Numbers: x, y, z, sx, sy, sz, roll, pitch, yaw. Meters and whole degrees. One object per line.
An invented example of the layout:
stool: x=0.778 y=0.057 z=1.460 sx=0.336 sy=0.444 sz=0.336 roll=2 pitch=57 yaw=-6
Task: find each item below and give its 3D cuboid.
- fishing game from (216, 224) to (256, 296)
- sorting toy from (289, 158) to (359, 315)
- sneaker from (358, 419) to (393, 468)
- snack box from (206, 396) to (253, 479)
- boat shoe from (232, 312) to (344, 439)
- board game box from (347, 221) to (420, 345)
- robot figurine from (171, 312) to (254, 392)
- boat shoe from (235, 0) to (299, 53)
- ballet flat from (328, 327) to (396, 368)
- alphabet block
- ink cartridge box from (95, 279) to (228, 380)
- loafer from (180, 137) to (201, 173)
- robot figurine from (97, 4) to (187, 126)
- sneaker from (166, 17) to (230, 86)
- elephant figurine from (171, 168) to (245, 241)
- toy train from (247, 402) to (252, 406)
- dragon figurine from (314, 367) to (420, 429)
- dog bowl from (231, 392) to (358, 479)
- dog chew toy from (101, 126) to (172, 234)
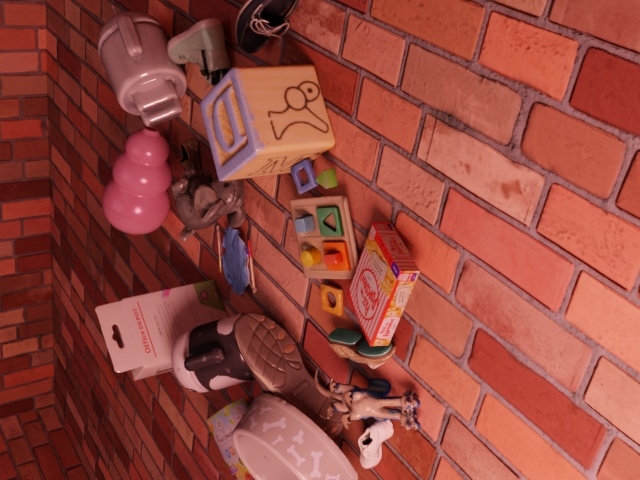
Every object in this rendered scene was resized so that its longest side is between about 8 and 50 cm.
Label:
fishing game: x=-0.218 y=0.054 z=1.944 sx=0.264 sy=0.041 sz=0.189 roll=12 pitch=109 yaw=63
sorting toy: x=0.000 y=0.000 z=1.568 sx=0.196 sy=0.047 sz=0.348 roll=0 pitch=105 yaw=49
sneaker: x=0.103 y=0.432 z=1.556 sx=0.054 sy=0.061 sz=0.152 roll=47 pitch=136 yaw=36
snack box: x=-0.225 y=0.564 z=2.053 sx=0.207 sy=0.070 sz=0.174 roll=63 pitch=144 yaw=14
boat shoe: x=-0.097 y=0.331 z=1.707 sx=0.355 sy=0.132 sz=0.130 roll=52 pitch=139 yaw=15
board game box: x=0.117 y=0.084 z=1.419 sx=0.147 sy=0.045 sz=0.194 roll=-115 pitch=33 yaw=-47
robot figurine: x=-0.241 y=0.287 z=1.862 sx=0.174 sy=0.278 sz=0.209 roll=-93 pitch=-20 yaw=-45
boat shoe: x=-0.107 y=-0.485 z=1.582 sx=0.254 sy=0.095 sz=0.079 roll=-41 pitch=54 yaw=43
ballet flat: x=0.095 y=0.227 z=1.519 sx=0.206 sy=0.073 sz=0.067 roll=9 pitch=134 yaw=58
alphabet block: x=-0.115 y=-0.250 z=1.562 sx=0.193 sy=0.197 sz=0.193 roll=-23 pitch=79 yaw=56
ink cartridge box: x=-0.438 y=0.253 z=2.040 sx=0.119 sy=0.353 sz=0.207 roll=-47 pitch=60 yaw=51
loafer: x=-0.370 y=-0.215 z=2.080 sx=0.056 sy=0.050 sz=0.148 roll=5 pitch=103 yaw=55
robot figurine: x=-0.502 y=-0.494 z=2.061 sx=0.300 sy=0.199 sz=0.354 roll=94 pitch=152 yaw=-67
sneaker: x=-0.317 y=-0.459 z=1.895 sx=0.255 sy=0.094 sz=0.151 roll=-9 pitch=95 yaw=58
elephant figurine: x=-0.259 y=-0.105 z=1.862 sx=0.239 sy=0.169 sz=0.186 roll=8 pitch=129 yaw=42
toy train: x=-0.208 y=0.468 z=2.066 sx=0.083 sy=0.017 sz=0.024 roll=-18 pitch=75 yaw=56
dragon figurine: x=0.093 y=0.327 z=1.501 sx=0.289 sy=0.143 sz=0.085 roll=-178 pitch=93 yaw=-66
dog bowl: x=-0.061 y=0.511 z=1.660 sx=0.348 sy=0.102 sz=0.349 roll=35 pitch=148 yaw=26
dog chew toy: x=-0.542 y=-0.187 z=2.225 sx=0.206 sy=0.206 sz=0.332 roll=43 pitch=124 yaw=41
